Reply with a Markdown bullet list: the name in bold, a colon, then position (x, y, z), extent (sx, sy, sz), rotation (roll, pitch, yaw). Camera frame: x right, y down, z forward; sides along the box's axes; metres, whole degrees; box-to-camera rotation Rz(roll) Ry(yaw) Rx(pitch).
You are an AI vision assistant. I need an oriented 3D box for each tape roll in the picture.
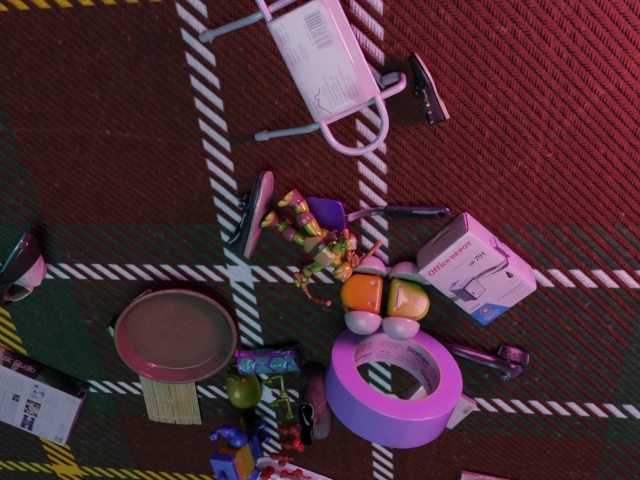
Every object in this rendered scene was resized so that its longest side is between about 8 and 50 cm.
- **tape roll**: position (0.149, 0.289, 1.224), extent (0.274, 0.275, 0.090), rotation (13, 123, 1)

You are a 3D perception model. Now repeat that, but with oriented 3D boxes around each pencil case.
- **pencil case**: position (-0.121, 0.281, 1.387), extent (0.151, 0.064, 0.070), rotation (-7, 136, 13)

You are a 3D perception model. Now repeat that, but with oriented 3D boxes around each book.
- **book**: position (0.286, 0.387, 1.408), extent (0.144, 0.035, 0.096), rotation (32, 118, -12)

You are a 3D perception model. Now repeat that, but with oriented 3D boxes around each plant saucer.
- **plant saucer**: position (-0.333, 0.219, 1.364), extent (0.277, 0.041, 0.278), rotation (-3, 121, -5)

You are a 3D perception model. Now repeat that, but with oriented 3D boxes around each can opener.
- **can opener**: position (0.367, 0.263, 1.312), extent (0.186, 0.073, 0.059), rotation (12, 162, 5)

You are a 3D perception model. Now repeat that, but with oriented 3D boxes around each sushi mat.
- **sushi mat**: position (-0.393, 0.357, 1.506), extent (0.151, 0.019, 0.317), rotation (3, 123, 6)

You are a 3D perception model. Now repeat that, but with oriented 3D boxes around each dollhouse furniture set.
- **dollhouse furniture set**: position (-0.432, 0.174, 1.395), extent (0.151, 0.058, 0.076), rotation (-36, 104, 6)

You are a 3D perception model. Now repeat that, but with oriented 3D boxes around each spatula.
- **spatula**: position (0.106, -0.053, 1.160), extent (0.296, 0.030, 0.084), rotation (-2, 126, 10)

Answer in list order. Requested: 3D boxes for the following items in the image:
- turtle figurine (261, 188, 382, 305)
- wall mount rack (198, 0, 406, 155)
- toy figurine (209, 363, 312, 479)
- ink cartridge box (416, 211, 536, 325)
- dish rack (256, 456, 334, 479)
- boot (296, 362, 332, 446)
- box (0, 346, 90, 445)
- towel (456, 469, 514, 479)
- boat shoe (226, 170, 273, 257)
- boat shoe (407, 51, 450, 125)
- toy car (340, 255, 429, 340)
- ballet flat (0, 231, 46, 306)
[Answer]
- **turtle figurine**: position (0.000, 0.000, 1.156), extent (0.217, 0.087, 0.269), rotation (46, 141, -1)
- **wall mount rack**: position (-0.035, -0.296, 0.982), extent (0.304, 0.130, 0.350), rotation (-21, 116, 16)
- **toy figurine**: position (-0.178, 0.511, 1.423), extent (0.191, 0.217, 0.363), rotation (5, 118, 30)
- **ink cartridge box**: position (0.306, 0.058, 1.169), extent (0.190, 0.082, 0.139), rotation (37, 120, -15)
- **dish rack**: position (-0.071, 0.768, 1.684), extent (0.332, 0.072, 0.286), rotation (22, 123, -4)
- **boot**: position (-0.026, 0.429, 1.407), extent (0.083, 0.161, 0.247), rotation (0, 122, 10)
- **box**: position (-0.807, 0.413, 1.588), extent (0.322, 0.058, 0.232), rotation (26, 122, -9)
- **towel**: position (0.491, 0.766, 1.599), extent (0.324, 0.056, 0.312), rotation (11, 123, 3)
- **boat shoe**: position (-0.145, -0.056, 1.175), extent (0.065, 0.075, 0.206), rotation (24, 127, 7)
- **boat shoe**: position (0.179, -0.258, 1.009), extent (0.042, 0.049, 0.133), rotation (-24, 120, 13)
- **toy car**: position (0.130, 0.127, 1.219), extent (0.182, 0.159, 0.136), rotation (8, 157, 3)
- **ballet flat**: position (-0.686, 0.072, 1.340), extent (0.096, 0.095, 0.280), rotation (37, 131, -25)
